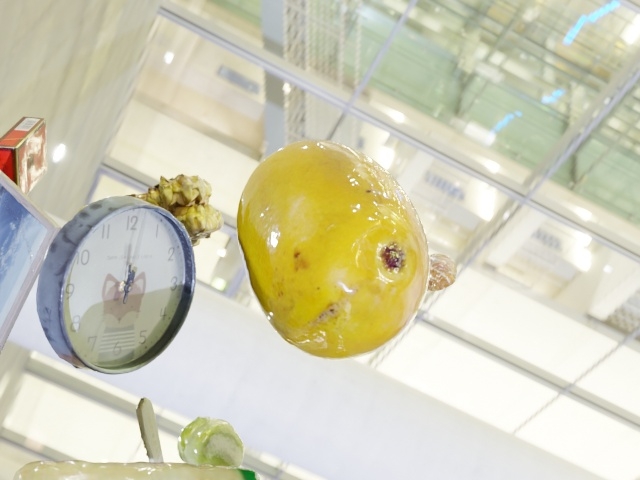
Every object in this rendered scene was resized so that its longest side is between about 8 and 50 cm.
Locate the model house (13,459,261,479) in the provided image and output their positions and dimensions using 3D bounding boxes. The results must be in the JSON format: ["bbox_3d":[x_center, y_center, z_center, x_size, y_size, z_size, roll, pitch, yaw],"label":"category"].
[{"bbox_3d":[-0.233,0.520,1.140,0.382,0.335,0.342,-121,-135,-55],"label":"model house"}]

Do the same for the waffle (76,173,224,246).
[{"bbox_3d":[-0.379,-0.040,2.050,0.261,0.324,0.151,12,62,-79],"label":"waffle"}]

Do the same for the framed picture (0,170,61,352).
[{"bbox_3d":[-0.702,0.042,1.981,0.022,0.247,0.335,0,125,-59],"label":"framed picture"}]

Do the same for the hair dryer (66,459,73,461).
[{"bbox_3d":[-0.466,0.435,1.491,0.219,0.225,0.088,-51,155,-6],"label":"hair dryer"}]

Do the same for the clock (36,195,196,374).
[{"bbox_3d":[-0.355,0.083,1.645,0.067,0.325,0.325,13,-108,36],"label":"clock"}]

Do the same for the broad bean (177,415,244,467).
[{"bbox_3d":[-0.241,0.452,2.018,0.082,0.174,0.124,6,-107,39],"label":"broad bean"}]

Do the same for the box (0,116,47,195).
[{"bbox_3d":[-0.757,-0.206,2.323,0.239,0.074,0.153,-86,-175,-65],"label":"box"}]

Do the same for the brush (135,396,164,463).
[{"bbox_3d":[-0.314,0.455,1.796,0.085,0.020,0.336,-51,137,-59],"label":"brush"}]

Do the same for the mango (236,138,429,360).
[{"bbox_3d":[0.000,0.000,1.428,0.445,0.232,0.300,45,-63,55],"label":"mango"}]

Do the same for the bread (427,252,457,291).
[{"bbox_3d":[0.284,0.077,2.276,0.105,0.076,0.233,-36,-176,-5],"label":"bread"}]
